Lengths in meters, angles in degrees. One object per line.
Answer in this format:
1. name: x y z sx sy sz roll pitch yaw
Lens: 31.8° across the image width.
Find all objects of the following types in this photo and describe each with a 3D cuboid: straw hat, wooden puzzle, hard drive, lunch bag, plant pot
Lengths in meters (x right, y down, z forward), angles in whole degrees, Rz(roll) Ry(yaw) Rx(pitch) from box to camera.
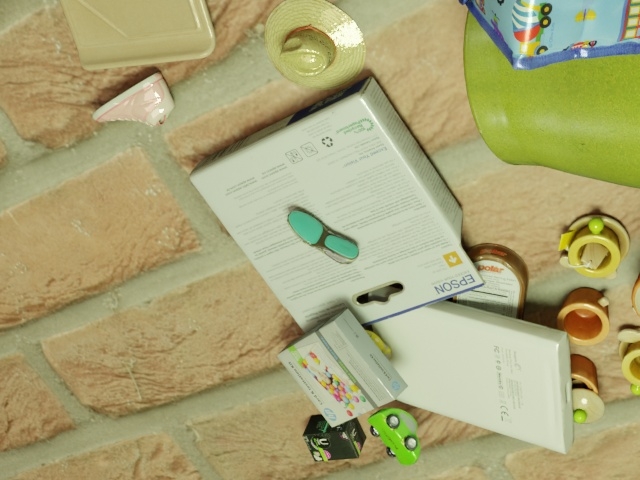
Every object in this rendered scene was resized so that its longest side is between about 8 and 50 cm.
1. straw hat: -0.017 -0.248 1.485 0.144 0.061 0.145 10 126 14
2. wooden puzzle: -0.264 -0.357 1.522 0.220 0.044 0.239 -2 117 23
3. hard drive: 0.218 0.185 1.644 0.307 0.040 0.203 14 129 35
4. lunch bag: 0.195 -0.329 1.075 0.138 0.293 0.221 -10 125 -15
5. plant pot: 0.360 -0.206 1.219 0.353 0.366 0.367 0 123 36

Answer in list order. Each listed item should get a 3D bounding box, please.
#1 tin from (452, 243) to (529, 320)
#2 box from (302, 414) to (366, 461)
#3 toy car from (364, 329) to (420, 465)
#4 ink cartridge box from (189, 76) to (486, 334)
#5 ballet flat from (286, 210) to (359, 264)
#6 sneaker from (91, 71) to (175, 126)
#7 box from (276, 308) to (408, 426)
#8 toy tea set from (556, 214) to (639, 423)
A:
1. tin: 0.244 0.092 1.632 0.106 0.040 0.190 8 125 11
2. box: 0.023 0.326 1.865 0.083 0.052 0.062 -10 119 26
3. toy car: 0.083 0.246 1.739 0.225 0.053 0.239 52 144 1
4. ink cartridge box: 0.027 -0.032 1.607 0.324 0.071 0.330 -21 115 34
5. ballet flat: 0.000 0.000 1.576 0.114 0.041 0.041 31 128 2
6. sneaker: -0.268 -0.186 1.629 0.134 0.051 0.070 -24 106 28
7. box: 0.029 0.193 1.675 0.145 0.038 0.186 53 145 -2
8. toy tea set: 0.408 0.134 1.539 0.200 0.124 0.336 11 126 14
